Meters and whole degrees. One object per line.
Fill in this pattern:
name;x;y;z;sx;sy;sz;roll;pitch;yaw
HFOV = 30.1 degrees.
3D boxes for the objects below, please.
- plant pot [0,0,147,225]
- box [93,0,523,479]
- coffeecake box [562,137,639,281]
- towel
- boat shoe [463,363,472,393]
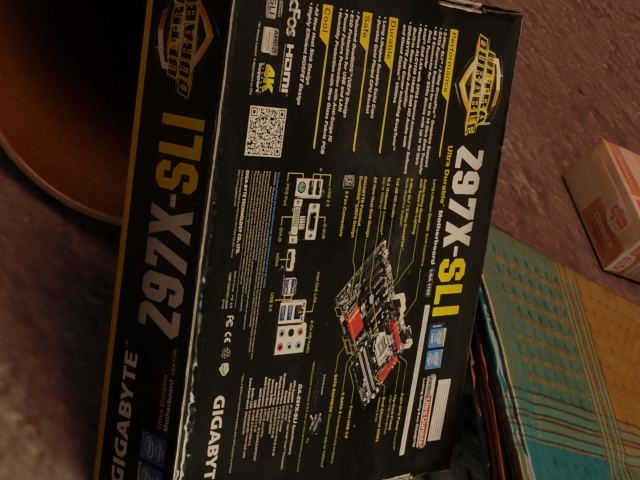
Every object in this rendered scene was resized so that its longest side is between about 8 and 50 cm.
plant pot;-0.104;-0.166;0.881;0.237;0.237;0.254;37;22;-11
box;0.000;0.000;0.732;0.079;0.322;0.257;15;12;41
coffeecake box;0.376;-0.018;1.325;0.185;0.068;0.142;18;42;-33
towel;0.225;0.149;0.932;0.370;0.040;0.271;24;50;-46
boat shoe;0.064;0.021;0.932;0.306;0.105;0.113;30;37;-19
